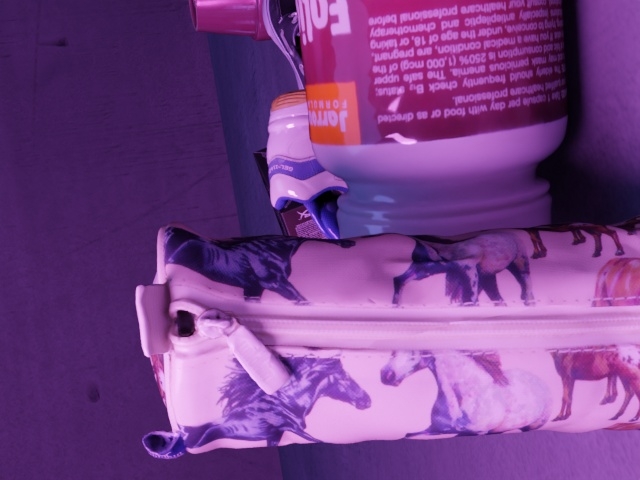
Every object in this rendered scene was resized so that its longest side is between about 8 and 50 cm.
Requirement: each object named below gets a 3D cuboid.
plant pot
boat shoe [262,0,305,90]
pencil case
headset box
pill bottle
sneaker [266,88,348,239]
[{"bbox_3d":[-0.192,-0.530,1.882,0.201,0.180,0.201,170,90,-77],"label":"plant pot"},{"bbox_3d":[-0.018,-0.332,1.415,0.102,0.108,0.301,107,149,-64],"label":"boat shoe"},{"bbox_3d":[0.088,0.060,0.578,0.183,0.410,0.160,-92,1,-86],"label":"pencil case"},{"bbox_3d":[0.000,0.000,1.441,0.218,0.110,0.293,-117,7,-56],"label":"headset box"},{"bbox_3d":[0.093,-0.174,0.740,0.224,0.224,0.392,-145,47,-73],"label":"pill bottle"},{"bbox_3d":[0.047,-0.046,0.930,0.112,0.296,0.131,-10,66,44],"label":"sneaker"}]
